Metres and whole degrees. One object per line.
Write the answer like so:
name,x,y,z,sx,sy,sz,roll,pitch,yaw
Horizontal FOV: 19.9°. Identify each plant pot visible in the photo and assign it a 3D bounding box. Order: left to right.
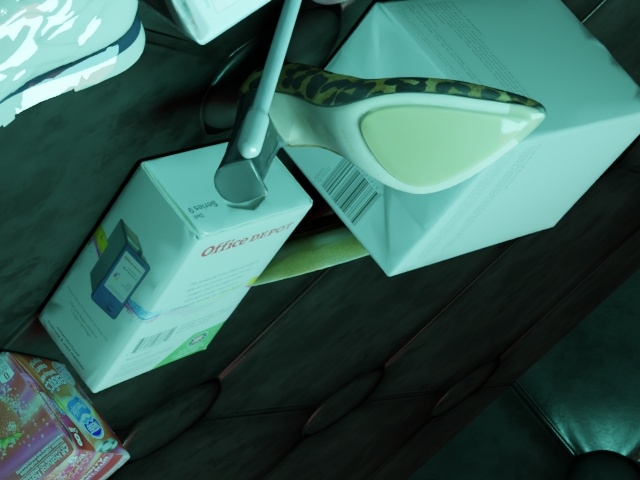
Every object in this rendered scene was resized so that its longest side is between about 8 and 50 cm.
plant pot,0.000,0.000,1.738,0.236,0.032,0.236,-16,-176,1

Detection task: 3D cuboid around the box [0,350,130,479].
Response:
box,-0.321,0.230,1.667,0.257,0.123,0.128,-41,161,7

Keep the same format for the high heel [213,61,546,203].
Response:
high heel,0.051,-0.113,1.425,0.261,0.093,0.186,-9,-150,15

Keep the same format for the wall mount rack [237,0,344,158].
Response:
wall mount rack,0.045,-0.222,1.276,0.304,0.130,0.350,-31,160,-24

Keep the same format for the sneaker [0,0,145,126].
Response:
sneaker,-0.214,-0.121,1.115,0.235,0.090,0.095,-34,150,-26

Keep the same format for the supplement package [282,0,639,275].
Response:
supplement package,0.139,-0.107,1.666,0.293,0.177,0.175,-14,150,-51

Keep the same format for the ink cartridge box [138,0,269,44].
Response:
ink cartridge box,-0.030,-0.220,1.042,0.232,0.189,0.066,-38,131,-12

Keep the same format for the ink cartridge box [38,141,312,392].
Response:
ink cartridge box,-0.126,0.018,1.587,0.154,0.093,0.212,-19,155,-49
